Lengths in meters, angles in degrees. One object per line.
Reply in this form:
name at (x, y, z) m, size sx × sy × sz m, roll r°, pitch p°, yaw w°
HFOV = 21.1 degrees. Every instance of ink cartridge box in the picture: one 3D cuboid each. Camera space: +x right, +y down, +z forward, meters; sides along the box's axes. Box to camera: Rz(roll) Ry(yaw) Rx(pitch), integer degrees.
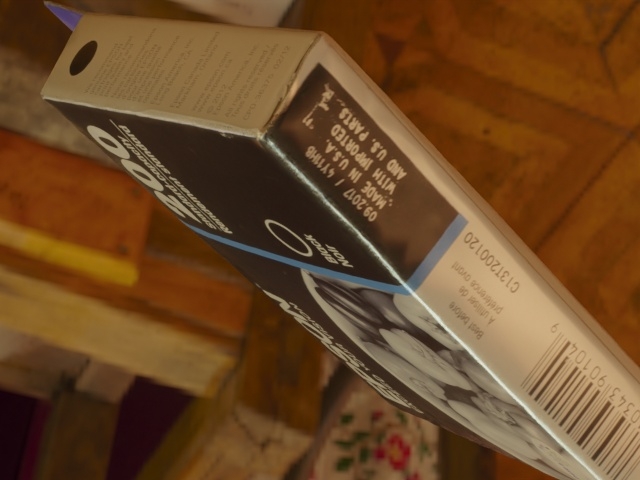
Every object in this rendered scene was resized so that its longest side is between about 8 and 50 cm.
ink cartridge box at (0.000, 0.000, 0.615) m, size 0.206 × 0.045 × 0.208 m, roll 44°, pitch 167°, yaw -30°
